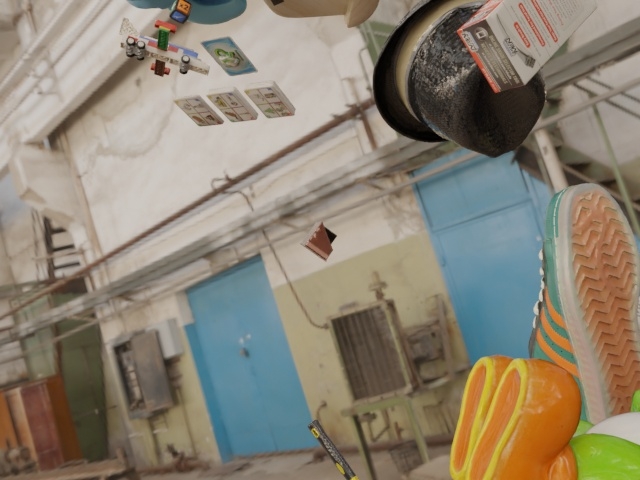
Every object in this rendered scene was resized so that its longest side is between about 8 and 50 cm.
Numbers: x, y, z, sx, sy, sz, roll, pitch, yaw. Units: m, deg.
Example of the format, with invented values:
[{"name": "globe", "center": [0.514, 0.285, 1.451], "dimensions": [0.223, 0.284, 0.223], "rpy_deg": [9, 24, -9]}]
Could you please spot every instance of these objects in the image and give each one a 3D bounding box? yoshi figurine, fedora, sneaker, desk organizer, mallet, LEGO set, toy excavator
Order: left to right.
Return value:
[{"name": "LEGO set", "center": [-0.165, -0.253, 0.928], "dimensions": [0.182, 0.060, 0.244], "rpy_deg": [-1, -24, 27]}, {"name": "toy excavator", "center": [-0.140, -0.508, 1.198], "dimensions": [0.433, 0.222, 0.445], "rpy_deg": [-22, -25, 9]}, {"name": "desk organizer", "center": [0.000, 0.000, 1.120], "dimensions": [0.050, 0.047, 0.130], "rpy_deg": [-55, 4, -2]}, {"name": "mallet", "center": [0.050, 0.308, 0.837], "dimensions": [0.039, 0.189, 0.062], "rpy_deg": [-15, -24, -50]}, {"name": "fedora", "center": [0.244, -0.232, 1.002], "dimensions": [0.334, 0.152, 0.334], "rpy_deg": [-14, -35, -10]}, {"name": "sneaker", "center": [0.278, 0.087, 0.721], "dimensions": [0.108, 0.302, 0.121], "rpy_deg": [-17, 10, -25]}, {"name": "yoshi figurine", "center": [0.286, 0.153, 0.431], "dimensions": [0.203, 0.362, 0.203], "rpy_deg": [-64, -8, -48]}]

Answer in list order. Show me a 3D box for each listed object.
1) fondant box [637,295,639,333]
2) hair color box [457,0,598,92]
[{"name": "fondant box", "center": [0.543, 0.019, 0.726], "dimensions": [0.330, 0.096, 0.238], "rpy_deg": [-51, 23, -6]}, {"name": "hair color box", "center": [0.250, -0.266, 0.780], "dimensions": [0.167, 0.093, 0.053], "rpy_deg": [-46, 20, -21]}]
